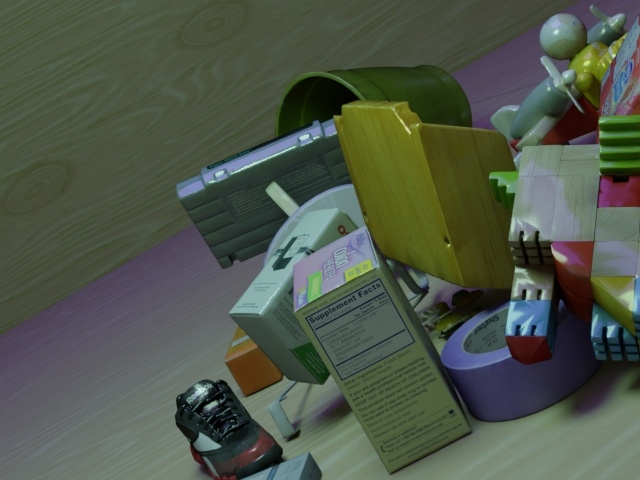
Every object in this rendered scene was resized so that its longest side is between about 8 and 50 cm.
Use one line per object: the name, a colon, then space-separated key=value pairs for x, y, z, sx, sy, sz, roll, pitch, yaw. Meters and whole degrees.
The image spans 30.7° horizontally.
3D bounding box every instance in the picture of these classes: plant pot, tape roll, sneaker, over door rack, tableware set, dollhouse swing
plant pot: x=0.147 y=-0.246 z=2.659 sx=0.353 sy=0.366 sz=0.366 roll=-25 pitch=7 yaw=-38
tape roll: x=0.250 y=0.137 z=1.446 sx=0.189 sy=0.080 sz=0.189 roll=-27 pitch=13 yaw=7
sneaker: x=-0.141 y=0.270 z=1.665 sx=0.098 sy=0.135 sz=0.276 roll=-32 pitch=14 yaw=-18
over door rack: x=0.042 y=0.138 z=1.787 sx=0.240 sy=0.108 sz=0.324 roll=-33 pitch=11 yaw=17
tableware set: x=0.210 y=0.110 z=1.765 sx=0.104 sy=0.024 sz=0.154 roll=-31 pitch=10 yaw=-8
dollhouse swing: x=0.244 y=-0.089 z=1.665 sx=0.305 sy=0.315 sz=0.347 roll=-20 pitch=12 yaw=-13

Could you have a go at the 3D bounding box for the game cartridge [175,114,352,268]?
game cartridge: x=-0.074 y=-0.095 z=2.234 sx=0.355 sy=0.230 sz=0.068 roll=-22 pitch=42 yaw=4

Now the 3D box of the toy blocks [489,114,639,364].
toy blocks: x=0.361 y=0.019 z=1.307 sx=0.382 sy=0.190 sz=0.260 roll=-1 pitch=53 yaw=21

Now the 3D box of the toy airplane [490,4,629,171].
toy airplane: x=0.474 y=-0.289 z=2.174 sx=0.384 sy=0.272 sz=0.386 roll=-31 pitch=13 yaw=-4

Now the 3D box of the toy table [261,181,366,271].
toy table: x=0.000 y=0.000 z=2.134 sx=0.274 sy=0.252 sz=0.161 roll=-35 pitch=15 yaw=0

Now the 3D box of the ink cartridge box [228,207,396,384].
ink cartridge box: x=-0.007 y=0.078 z=1.671 sx=0.087 sy=0.153 sz=0.208 roll=-3 pitch=43 yaw=53

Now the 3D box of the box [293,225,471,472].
box: x=0.072 y=0.132 z=1.484 sx=0.117 sy=0.243 sz=0.213 roll=-28 pitch=13 yaw=5

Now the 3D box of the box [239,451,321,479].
box: x=-0.098 y=0.349 z=1.481 sx=0.186 sy=0.038 sz=0.145 roll=-26 pitch=13 yaw=19

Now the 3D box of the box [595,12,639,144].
box: x=0.530 y=-0.220 z=1.827 sx=0.300 sy=0.142 sz=0.154 roll=-68 pitch=0 yaw=-53

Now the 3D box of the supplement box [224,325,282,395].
supplement box: x=-0.104 y=0.183 z=2.049 sx=0.080 sy=0.078 sz=0.233 roll=-27 pitch=13 yaw=10
